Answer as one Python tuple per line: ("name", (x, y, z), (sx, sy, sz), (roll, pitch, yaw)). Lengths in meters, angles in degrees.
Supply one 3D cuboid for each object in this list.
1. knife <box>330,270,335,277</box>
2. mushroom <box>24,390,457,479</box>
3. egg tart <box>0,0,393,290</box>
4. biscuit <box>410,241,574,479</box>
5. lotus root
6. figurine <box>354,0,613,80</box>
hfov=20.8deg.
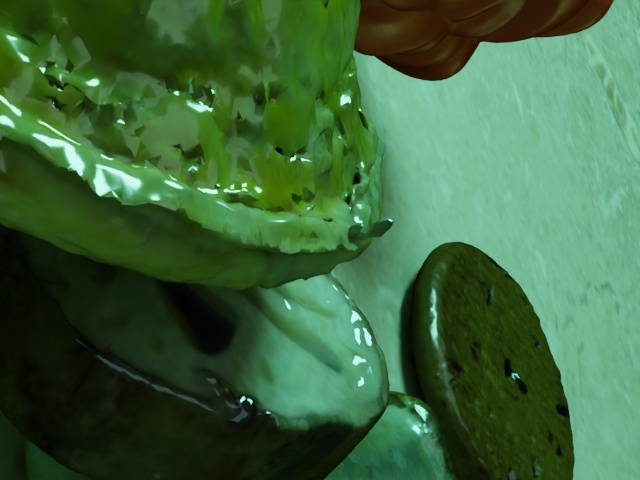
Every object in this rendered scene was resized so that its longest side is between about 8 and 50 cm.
("knife", (-0.001, 0.001, 0.988), (0.123, 0.053, 0.278), (38, 24, -31))
("mushroom", (-0.027, 0.122, 0.865), (0.312, 0.081, 0.100), (10, 53, -56))
("egg tart", (-0.094, -0.120, 0.689), (0.341, 0.132, 0.341), (27, 27, -14))
("biscuit", (0.118, 0.102, 1.199), (0.212, 0.036, 0.212), (41, 38, -44))
("lotus root", (-0.083, 0.024, 0.736), (0.261, 0.074, 0.170), (35, 31, -25))
("figurine", (0.046, -0.297, 1.137), (0.412, 0.241, 0.306), (-102, 166, -52))
